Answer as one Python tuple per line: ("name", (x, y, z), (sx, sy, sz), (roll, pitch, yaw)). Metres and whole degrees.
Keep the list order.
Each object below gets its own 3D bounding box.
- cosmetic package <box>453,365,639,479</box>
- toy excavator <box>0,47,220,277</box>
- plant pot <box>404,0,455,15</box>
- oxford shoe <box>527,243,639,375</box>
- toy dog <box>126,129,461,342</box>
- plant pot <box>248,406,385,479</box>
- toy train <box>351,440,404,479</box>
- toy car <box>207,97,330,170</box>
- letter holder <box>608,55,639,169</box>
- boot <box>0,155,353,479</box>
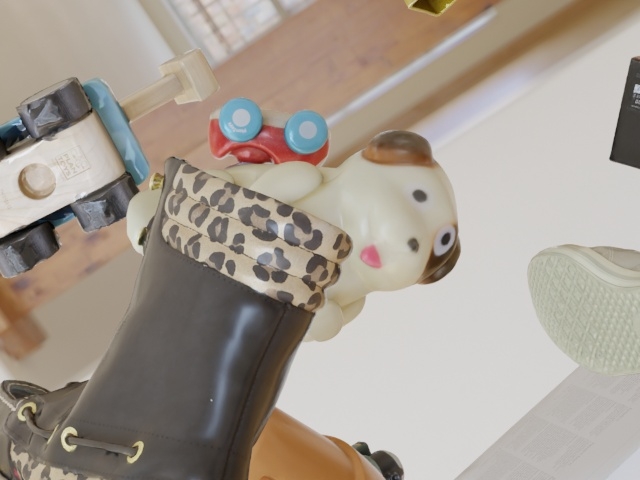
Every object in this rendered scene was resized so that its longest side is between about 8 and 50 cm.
("cosmetic package", (0.412, 0.326, 1.999), (0.377, 0.097, 0.284), (-39, 16, -12))
("toy excavator", (-0.373, -0.173, 2.127), (0.433, 0.222, 0.445), (-27, 16, 2))
("plant pot", (0.119, -0.306, 1.423), (0.081, 0.083, 0.081), (-40, -18, 24))
("oxford shoe", (0.404, 0.078, 1.599), (0.130, 0.169, 0.449), (-20, 9, -22))
("toy dog", (0.000, 0.000, 1.867), (0.408, 0.284, 0.395), (-11, 13, 21))
("plant pot", (-0.088, 0.311, 1.521), (0.291, 0.203, 0.291), (-28, 29, 18))
("toy train", (-0.014, 0.433, 2.110), (0.334, 0.142, 0.190), (-26, 12, -37))
("toy car", (-0.100, -0.103, 2.217), (0.210, 0.238, 0.219), (10, -2, -6))
("letter holder", (0.596, -0.157, 1.814), (0.302, 0.152, 0.214), (21, 23, 33))
("boot", (-0.125, 0.086, 0.941), (0.377, 0.138, 0.284), (21, 87, 64))
